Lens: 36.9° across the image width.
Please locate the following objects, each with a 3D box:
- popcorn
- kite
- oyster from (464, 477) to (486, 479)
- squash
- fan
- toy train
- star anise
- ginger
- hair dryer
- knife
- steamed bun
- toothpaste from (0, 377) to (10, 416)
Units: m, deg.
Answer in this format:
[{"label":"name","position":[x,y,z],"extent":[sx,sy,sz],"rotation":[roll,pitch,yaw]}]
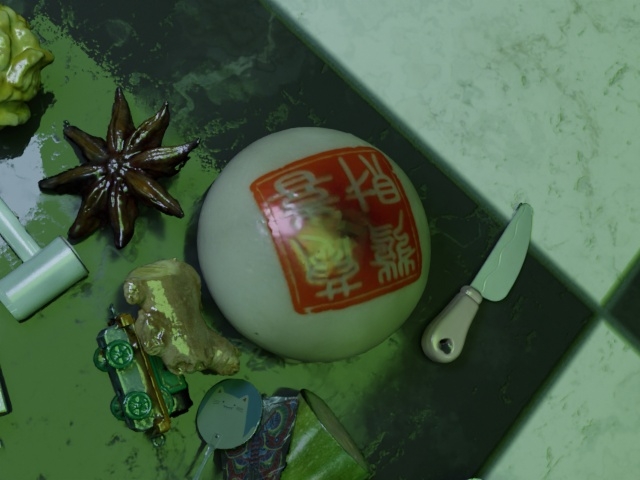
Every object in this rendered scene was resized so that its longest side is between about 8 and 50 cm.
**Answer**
[{"label":"popcorn","position":[-0.514,-0.245,1.394],"extent":[0.235,0.181,0.216],"rotation":[12,81,-8]},{"label":"kite","position":[-0.102,0.365,1.406],"extent":[0.015,0.152,0.285],"rotation":[41,42,-40]},{"label":"oyster","position":[0.343,0.498,1.556],"extent":[0.351,0.158,0.162],"rotation":[20,120,-19]},{"label":"squash","position":[-0.007,0.326,1.470],"extent":[0.123,0.170,0.170],"rotation":[-45,95,-3]},{"label":"fan","position":[-0.154,0.293,1.469],"extent":[0.113,0.005,0.175],"rotation":[16,70,31]},{"label":"toy train","position":[-0.259,0.195,1.452],"extent":[0.136,0.091,0.227],"rotation":[-21,88,-27]},{"label":"star anise","position":[-0.295,-0.101,1.478],"extent":[0.272,0.102,0.271],"rotation":[-4,74,14]},{"label":"ginger","position":[-0.208,0.129,1.413],"extent":[0.137,0.074,0.213],"rotation":[-36,104,-36]},{"label":"hair dryer","position":[-0.470,-0.008,1.434],"extent":[0.131,0.073,0.236],"rotation":[-37,90,-15]},{"label":"knife","position":[0.288,0.074,1.641],"extent":[0.081,0.043,0.336],"rotation":[43,72,-12]},{"label":"steamed bun","position":[0.000,0.000,1.472],"extent":[0.375,0.241,0.374],"rotation":[3,79,-14]},{"label":"toothpaste","position":[-0.512,0.169,1.395],"extent":[0.070,0.044,0.193],"rotation":[-15,78,-17]}]
